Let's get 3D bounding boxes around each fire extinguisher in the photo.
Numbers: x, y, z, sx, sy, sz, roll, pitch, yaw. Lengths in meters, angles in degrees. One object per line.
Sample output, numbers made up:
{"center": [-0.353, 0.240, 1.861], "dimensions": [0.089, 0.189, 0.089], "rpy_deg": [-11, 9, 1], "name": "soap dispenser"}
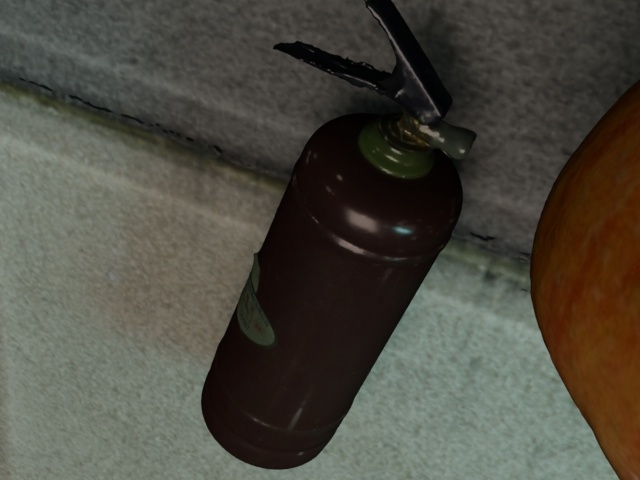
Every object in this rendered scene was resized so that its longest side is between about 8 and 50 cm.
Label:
{"center": [0.000, 0.000, 0.675], "dimensions": [0.138, 0.102, 0.344], "rpy_deg": [29, 132, 6], "name": "fire extinguisher"}

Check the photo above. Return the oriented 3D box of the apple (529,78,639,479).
{"center": [0.254, 0.022, 0.452], "dimensions": [0.299, 0.299, 0.275], "rpy_deg": [38, 117, -5], "name": "apple"}
